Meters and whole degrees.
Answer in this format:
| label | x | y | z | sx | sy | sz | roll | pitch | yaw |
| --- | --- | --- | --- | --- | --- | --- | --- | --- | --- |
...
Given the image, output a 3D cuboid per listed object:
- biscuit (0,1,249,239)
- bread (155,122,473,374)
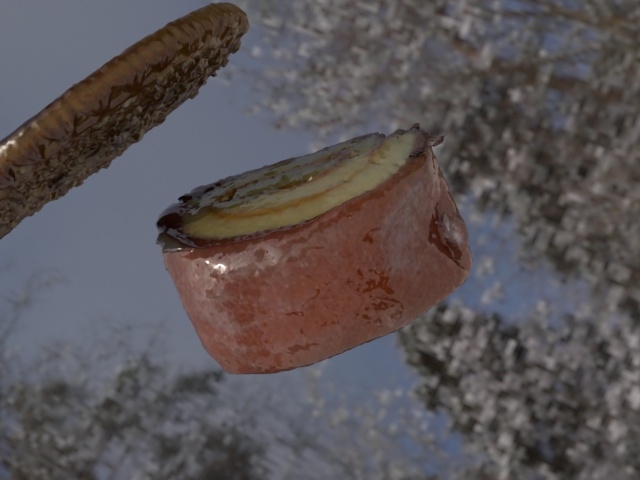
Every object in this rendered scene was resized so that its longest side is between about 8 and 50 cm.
| label | x | y | z | sx | sy | sz | roll | pitch | yaw |
| --- | --- | --- | --- | --- | --- | --- | --- | --- | --- |
| biscuit | -0.175 | -0.082 | 1.341 | 0.305 | 0.038 | 0.305 | -37 | 0 | 0 |
| bread | -0.001 | 0.005 | 1.347 | 0.190 | 0.244 | 0.123 | -72 | -39 | -65 |
